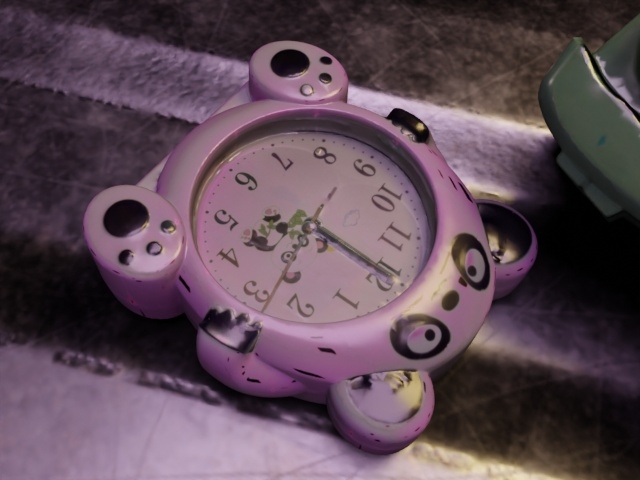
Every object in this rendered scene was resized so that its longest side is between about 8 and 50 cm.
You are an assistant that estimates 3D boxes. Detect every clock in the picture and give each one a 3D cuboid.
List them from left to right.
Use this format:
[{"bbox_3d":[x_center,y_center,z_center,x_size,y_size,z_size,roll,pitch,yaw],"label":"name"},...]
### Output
[{"bbox_3d":[0.000,0.000,0.444,0.248,0.090,0.227,35,66,13],"label":"clock"}]

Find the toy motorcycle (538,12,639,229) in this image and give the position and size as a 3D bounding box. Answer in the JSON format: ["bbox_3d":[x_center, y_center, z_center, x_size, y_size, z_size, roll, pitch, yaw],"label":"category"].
[{"bbox_3d":[0.275,0.003,0.398,0.200,0.191,0.326,-40,74,20],"label":"toy motorcycle"}]
